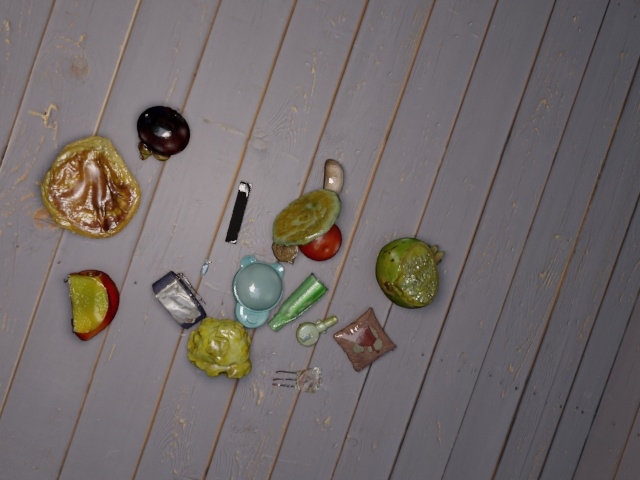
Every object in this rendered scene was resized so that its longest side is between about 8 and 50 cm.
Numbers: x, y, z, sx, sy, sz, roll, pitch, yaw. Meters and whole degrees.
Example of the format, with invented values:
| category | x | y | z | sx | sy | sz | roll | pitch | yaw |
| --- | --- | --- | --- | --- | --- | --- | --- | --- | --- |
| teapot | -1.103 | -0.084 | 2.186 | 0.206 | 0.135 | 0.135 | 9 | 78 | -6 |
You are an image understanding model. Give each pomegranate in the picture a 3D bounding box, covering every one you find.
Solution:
| category | x | y | z | sx | sy | sz | roll | pitch | yaw |
| --- | --- | --- | --- | --- | --- | --- | --- | --- | --- |
| pomegranate | 0.384 | 0.127 | 1.953 | 0.359 | 0.216 | 0.309 | -31 | 103 | -40 |

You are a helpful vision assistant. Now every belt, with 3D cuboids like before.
| category | x | y | z | sx | sy | sz | roll | pitch | yaw |
| --- | --- | --- | --- | --- | --- | --- | --- | --- | --- |
| belt | -0.550 | 0.231 | 1.758 | 0.126 | 0.140 | 0.230 | -36 | 100 | -7 |

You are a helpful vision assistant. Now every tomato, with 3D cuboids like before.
| category | x | y | z | sx | sy | sz | roll | pitch | yaw |
| --- | --- | --- | --- | --- | --- | --- | --- | --- | --- |
| tomato | 0.000 | 0.000 | 1.855 | 0.195 | 0.136 | 0.195 | -10 | 123 | -15 |

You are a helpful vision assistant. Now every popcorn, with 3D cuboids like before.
| category | x | y | z | sx | sy | sz | roll | pitch | yaw |
| --- | --- | --- | --- | --- | --- | --- | --- | --- | --- |
| popcorn | -0.404 | 0.431 | 1.780 | 0.235 | 0.250 | 0.241 | -2 | 97 | -52 |

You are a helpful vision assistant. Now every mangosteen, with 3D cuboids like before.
| category | x | y | z | sx | sy | sz | roll | pitch | yaw |
| --- | --- | --- | --- | --- | --- | --- | --- | --- | --- |
| mangosteen | -0.603 | -0.391 | 1.675 | 0.194 | 0.194 | 0.230 | 30 | 113 | -15 |

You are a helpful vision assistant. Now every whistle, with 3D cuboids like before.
| category | x | y | z | sx | sy | sz | roll | pitch | yaw |
| --- | --- | --- | --- | --- | --- | --- | --- | --- | --- |
| whistle | -0.013 | 0.391 | 1.946 | 0.198 | 0.057 | 0.104 | -25 | 101 | -9 |

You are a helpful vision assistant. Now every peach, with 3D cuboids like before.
| category | x | y | z | sx | sy | sz | roll | pitch | yaw |
| --- | --- | --- | --- | --- | --- | --- | --- | --- | --- |
| peach | -0.844 | 0.242 | 1.677 | 0.154 | 0.159 | 0.267 | -3 | 94 | -3 |

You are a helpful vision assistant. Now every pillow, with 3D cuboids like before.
| category | x | y | z | sx | sy | sz | roll | pitch | yaw |
| --- | --- | --- | --- | --- | --- | --- | --- | --- | --- |
| pillow | 0.199 | 0.449 | 1.990 | 0.223 | 0.084 | 0.236 | -36 | 105 | -10 |

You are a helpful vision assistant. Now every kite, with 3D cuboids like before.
| category | x | y | z | sx | sy | sz | roll | pitch | yaw |
| --- | --- | --- | --- | --- | --- | --- | --- | --- | --- |
| kite | -0.100 | 0.614 | 1.971 | 0.230 | 0.016 | 0.127 | 11 | 90 | -18 |

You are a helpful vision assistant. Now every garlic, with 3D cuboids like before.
| category | x | y | z | sx | sy | sz | roll | pitch | yaw |
| --- | --- | --- | --- | --- | --- | --- | --- | --- | --- |
| garlic | 0.052 | -0.251 | 1.877 | 0.087 | 0.101 | 0.195 | 1 | 95 | -15 |

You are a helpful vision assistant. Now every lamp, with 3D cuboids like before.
| category | x | y | z | sx | sy | sz | roll | pitch | yaw |
| --- | --- | --- | --- | --- | --- | --- | --- | --- | --- |
| lamp | -0.264 | 0.218 | 1.823 | 0.210 | 0.147 | 0.283 | 17 | 92 | -19 |

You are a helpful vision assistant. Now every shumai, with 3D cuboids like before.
| category | x | y | z | sx | sy | sz | roll | pitch | yaw |
| --- | --- | --- | --- | --- | --- | --- | --- | --- | --- |
| shumai | -0.137 | 0.029 | 1.859 | 0.139 | 0.105 | 0.123 | 42 | 100 | 17 |

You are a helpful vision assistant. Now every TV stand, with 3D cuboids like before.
| category | x | y | z | sx | sy | sz | roll | pitch | yaw |
| --- | --- | --- | --- | --- | --- | --- | --- | --- | --- |
| TV stand | -0.338 | -0.114 | 1.827 | 0.049 | 0.040 | 0.256 | 15 | 92 | -14 |

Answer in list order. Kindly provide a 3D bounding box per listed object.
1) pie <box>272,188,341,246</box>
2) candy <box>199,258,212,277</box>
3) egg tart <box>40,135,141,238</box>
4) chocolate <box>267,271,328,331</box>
| category | x | y | z | sx | sy | sz | roll | pitch | yaw |
| --- | --- | --- | --- | --- | --- | --- | --- | --- | --- |
| pie | -0.055 | -0.082 | 1.770 | 0.323 | 0.323 | 0.070 | -39 | 127 | -7 |
| candy | -0.473 | 0.117 | 1.827 | 0.030 | 0.020 | 0.083 | 21 | 91 | -13 |
| egg tart | -0.841 | -0.183 | 1.641 | 0.340 | 0.153 | 0.351 | -37 | 103 | -7 |
| chocolate | -0.104 | 0.273 | 1.895 | 0.291 | 0.110 | 0.110 | -43 | 103 | -3 |
